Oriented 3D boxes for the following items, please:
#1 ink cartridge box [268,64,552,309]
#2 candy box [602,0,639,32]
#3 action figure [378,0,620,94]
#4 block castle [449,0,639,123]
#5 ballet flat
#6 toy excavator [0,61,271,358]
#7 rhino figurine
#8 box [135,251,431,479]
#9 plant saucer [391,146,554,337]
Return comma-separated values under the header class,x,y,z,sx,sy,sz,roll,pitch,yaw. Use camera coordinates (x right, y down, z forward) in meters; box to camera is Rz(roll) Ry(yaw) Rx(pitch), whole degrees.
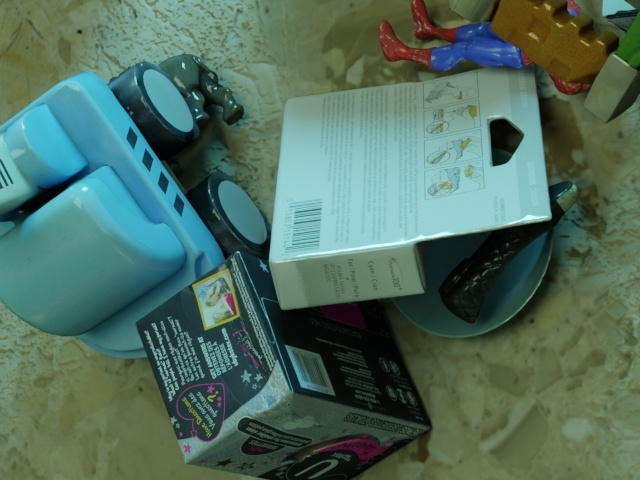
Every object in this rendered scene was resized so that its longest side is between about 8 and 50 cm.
class,x,y,z,sx,sy,sz,roll,pitch,yaw
ink cartridge box,0.089,-0.059,1.839,0.261,0.066,0.296,-8,34,8
candy box,0.386,-0.287,1.791,0.233,0.071,0.159,-2,78,33
action figure,0.183,-0.221,1.863,0.280,0.139,0.091,17,44,35
block castle,0.362,-0.194,1.569,0.453,0.303,0.213,38,124,16
ballet flat,0.185,0.008,1.822,0.049,0.057,0.173,43,107,-8
toy excavator,-0.289,-0.048,1.880,0.222,0.445,0.433,-33,96,21
rhino figurine,-0.201,-0.113,2.135,0.243,0.073,0.106,-40,63,20
box,-0.035,0.135,1.846,0.142,0.247,0.163,-35,61,24
plant saucer,0.151,0.004,1.889,0.195,0.037,0.195,-10,72,32
